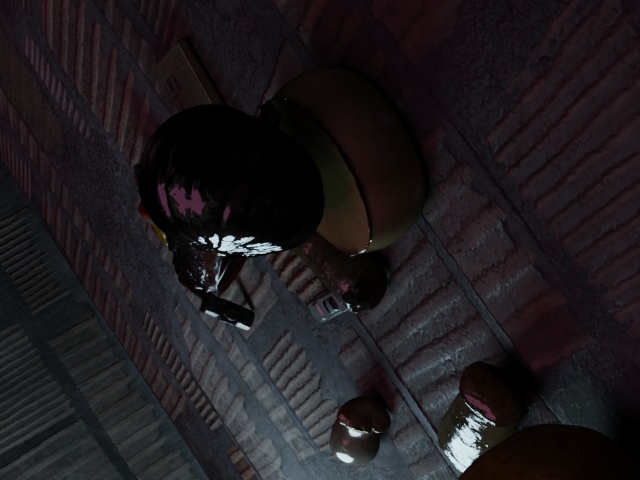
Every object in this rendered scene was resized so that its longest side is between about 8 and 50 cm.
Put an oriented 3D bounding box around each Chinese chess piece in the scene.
[{"bbox_3d":[0.029,-0.106,1.556,0.257,0.104,0.257,48,157,27],"label":"Chinese chess piece"}]

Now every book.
[{"bbox_3d":[-0.198,-0.205,2.040,0.282,0.025,0.215,61,161,-7],"label":"book"}]

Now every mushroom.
[{"bbox_3d":[0.069,0.351,2.128,0.097,0.088,0.212,42,149,14],"label":"mushroom"},{"bbox_3d":[0.228,0.255,1.657,0.100,0.081,0.312,54,163,20],"label":"mushroom"}]

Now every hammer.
[{"bbox_3d":[-0.253,0.123,2.555,0.111,0.043,0.365,23,180,-24],"label":"hammer"}]

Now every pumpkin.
[{"bbox_3d":[-0.108,-0.080,1.498,0.250,0.216,0.250,29,175,3],"label":"pumpkin"}]

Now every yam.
[{"bbox_3d":[0.000,0.000,1.792,0.259,0.093,0.093,46,156,28],"label":"yam"}]

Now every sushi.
[{"bbox_3d":[-0.213,0.001,2.196,0.126,0.136,0.225,29,151,12],"label":"sushi"}]

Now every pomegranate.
[{"bbox_3d":[0.295,0.366,1.401,0.307,0.307,0.307,47,156,28],"label":"pomegranate"}]

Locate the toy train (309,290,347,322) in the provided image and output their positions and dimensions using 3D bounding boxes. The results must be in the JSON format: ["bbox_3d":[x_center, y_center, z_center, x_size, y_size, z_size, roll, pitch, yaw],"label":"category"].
[{"bbox_3d":[0.023,0.104,1.944,0.043,0.047,0.207,59,158,2],"label":"toy train"}]

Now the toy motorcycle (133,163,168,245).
[{"bbox_3d":[-0.293,-0.029,2.407,0.298,0.089,0.171,53,160,12],"label":"toy motorcycle"}]
